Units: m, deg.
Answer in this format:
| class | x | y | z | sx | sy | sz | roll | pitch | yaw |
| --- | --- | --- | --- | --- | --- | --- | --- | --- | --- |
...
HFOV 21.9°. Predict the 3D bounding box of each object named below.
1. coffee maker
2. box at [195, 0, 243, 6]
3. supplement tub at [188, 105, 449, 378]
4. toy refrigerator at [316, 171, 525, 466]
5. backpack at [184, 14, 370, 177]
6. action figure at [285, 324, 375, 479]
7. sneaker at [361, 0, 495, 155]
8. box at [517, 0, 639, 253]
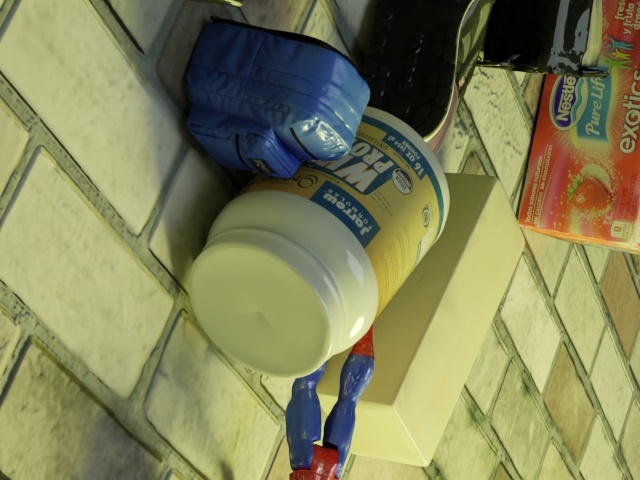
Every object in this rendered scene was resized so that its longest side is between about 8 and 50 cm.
| class | x | y | z | sx | sy | sz | roll | pitch | yaw |
| --- | --- | --- | --- | --- | --- | --- | --- | --- | --- |
| coffee maker | 0.230 | -0.258 | 1.672 | 0.171 | 0.120 | 0.178 | -10 | 108 | -61 |
| box | -0.111 | -0.288 | 1.004 | 0.184 | 0.103 | 0.261 | 5 | 95 | -61 |
| supplement tub | 0.000 | 0.000 | 1.283 | 0.200 | 0.144 | 0.144 | -50 | 141 | -46 |
| toy refrigerator | 0.095 | 0.068 | 1.561 | 0.269 | 0.094 | 0.102 | -63 | 143 | -30 |
| backpack | -0.028 | -0.098 | 1.217 | 0.098 | 0.120 | 0.101 | 38 | 66 | -62 |
| action figure | -0.016 | 0.185 | 1.371 | 0.139 | 0.091 | 0.280 | -45 | -148 | 53 |
| sneaker | 0.102 | -0.195 | 1.496 | 0.124 | 0.107 | 0.283 | 69 | 42 | -70 |
| box | 0.342 | -0.142 | 1.912 | 0.154 | 0.142 | 0.300 | 12 | 89 | -64 |
